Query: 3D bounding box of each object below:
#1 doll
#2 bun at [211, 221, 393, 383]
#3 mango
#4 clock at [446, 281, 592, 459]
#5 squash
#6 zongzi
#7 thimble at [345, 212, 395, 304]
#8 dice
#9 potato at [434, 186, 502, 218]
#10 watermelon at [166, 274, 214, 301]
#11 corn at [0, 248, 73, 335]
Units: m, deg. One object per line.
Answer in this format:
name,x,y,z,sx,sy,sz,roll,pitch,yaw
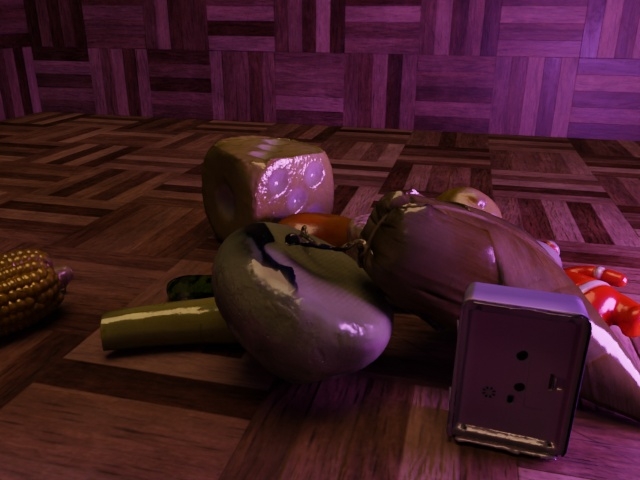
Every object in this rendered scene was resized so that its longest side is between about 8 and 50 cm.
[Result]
doll,0.391,0.082,1.017,0.199,0.105,0.336,-30,35,-12
bun,-0.040,0.104,0.840,0.283,0.179,0.283,30,18,-11
mango,0.001,0.002,1.199,0.221,0.120,0.151,-4,19,-31
clock,0.232,0.157,0.703,0.144,0.193,0.073,8,21,16
squash,-0.216,0.130,0.922,0.250,0.083,0.083,-4,22,-7
zongzi,0.212,0.077,0.769,0.447,0.181,0.418,16,24,-36
thimble,0.162,0.032,1.093,0.229,0.148,0.196,1,18,1
dice,-0.123,-0.113,1.343,0.233,0.227,0.238,-16,27,-36
potato,0.281,-0.026,1.211,0.154,0.200,0.137,-26,76,-26
watermelon,-0.168,0.098,1.034,0.245,0.063,0.119,1,-10,5
corn,-0.558,0.106,0.913,0.130,0.130,0.347,16,26,35
